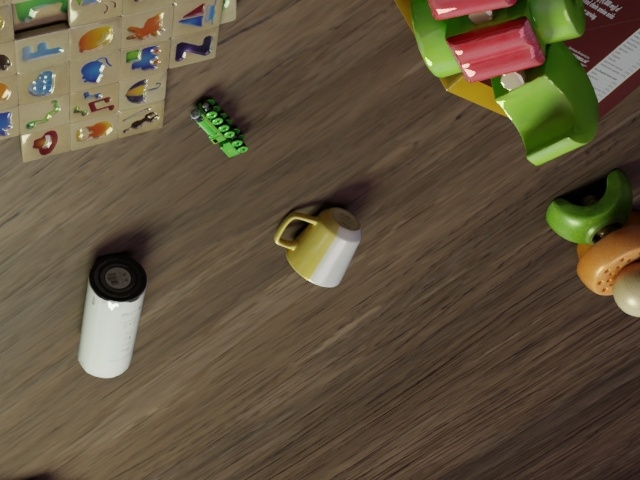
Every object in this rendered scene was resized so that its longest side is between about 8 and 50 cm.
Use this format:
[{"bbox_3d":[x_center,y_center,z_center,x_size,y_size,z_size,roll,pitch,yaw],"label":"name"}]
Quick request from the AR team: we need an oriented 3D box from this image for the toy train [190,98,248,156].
[{"bbox_3d":[-0.086,-0.094,1.199,0.023,0.017,0.083,-21,152,12],"label":"toy train"}]

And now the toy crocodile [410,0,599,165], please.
[{"bbox_3d":[0.097,-0.198,0.947,0.115,0.105,0.341,-13,127,22],"label":"toy crocodile"}]

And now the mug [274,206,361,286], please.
[{"bbox_3d":[0.003,0.002,1.382,0.078,0.062,0.064,-2,135,-47],"label":"mug"}]

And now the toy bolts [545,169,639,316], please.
[{"bbox_3d":[0.399,0.007,1.594,0.228,0.158,0.218,-28,151,4],"label":"toy bolts"}]

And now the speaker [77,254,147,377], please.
[{"bbox_3d":[-0.198,0.074,1.341,0.055,0.055,0.136,-13,148,-22],"label":"speaker"}]

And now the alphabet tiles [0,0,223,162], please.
[{"bbox_3d":[-0.167,-0.139,1.047,0.198,0.009,0.237,-16,154,-18],"label":"alphabet tiles"}]

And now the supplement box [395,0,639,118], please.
[{"bbox_3d":[0.194,-0.204,1.125,0.194,0.129,0.191,-42,147,26],"label":"supplement box"}]

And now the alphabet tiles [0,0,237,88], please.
[{"bbox_3d":[-0.164,-0.204,0.943,0.342,0.011,0.285,-18,155,-13],"label":"alphabet tiles"}]
